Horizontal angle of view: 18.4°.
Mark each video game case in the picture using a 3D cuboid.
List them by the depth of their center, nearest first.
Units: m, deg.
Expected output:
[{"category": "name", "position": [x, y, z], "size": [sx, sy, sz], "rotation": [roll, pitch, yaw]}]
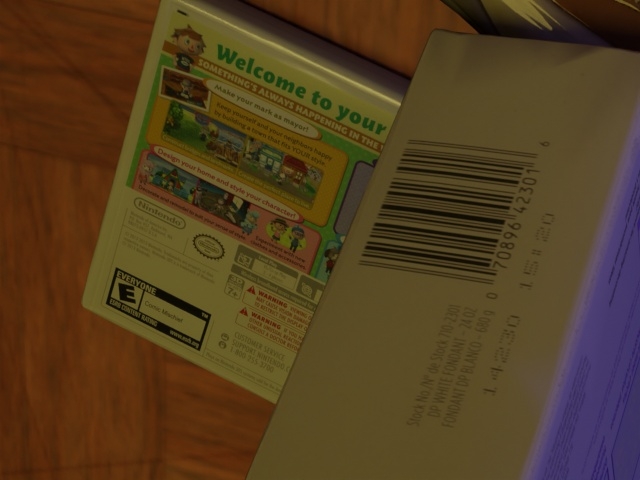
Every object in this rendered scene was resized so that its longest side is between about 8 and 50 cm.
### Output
[{"category": "video game case", "position": [0.000, 0.000, 0.939], "size": [0.212, 0.023, 0.193], "rotation": [26, 125, 10]}]

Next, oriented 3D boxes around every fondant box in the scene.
[{"category": "fondant box", "position": [0.073, 0.118, 0.779], "size": [0.096, 0.238, 0.330], "rotation": [8, 142, 20]}]

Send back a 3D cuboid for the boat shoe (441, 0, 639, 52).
[{"category": "boat shoe", "position": [0.055, -0.166, 0.770], "size": [0.324, 0.122, 0.120], "rotation": [32, 120, -6]}]
